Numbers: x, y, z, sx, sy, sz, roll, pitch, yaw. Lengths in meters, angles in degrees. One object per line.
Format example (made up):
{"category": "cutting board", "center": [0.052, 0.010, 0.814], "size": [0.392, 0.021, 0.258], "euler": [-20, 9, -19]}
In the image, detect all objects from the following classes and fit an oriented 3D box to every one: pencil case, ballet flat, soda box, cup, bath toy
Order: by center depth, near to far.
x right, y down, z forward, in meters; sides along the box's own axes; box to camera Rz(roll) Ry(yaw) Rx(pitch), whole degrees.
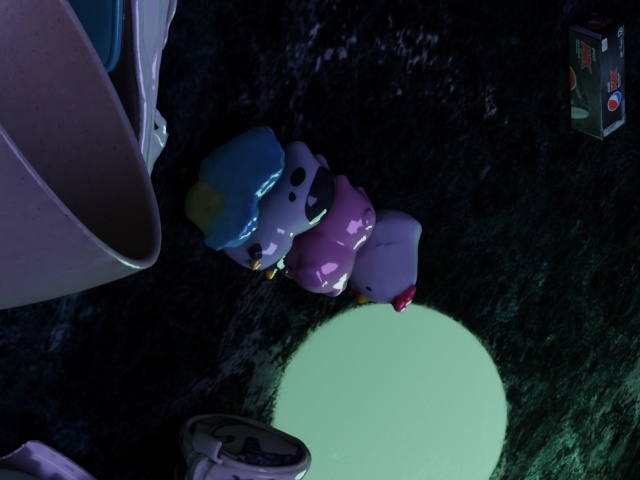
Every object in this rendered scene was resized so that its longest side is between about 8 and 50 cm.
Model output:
{"category": "cup", "center": [-0.288, -0.077, 0.796], "size": [0.236, 0.331, 0.331], "euler": [-27, 138, 6]}
{"category": "ballet flat", "center": [-0.189, -0.146, 1.119], "size": [0.139, 0.139, 0.400], "euler": [-10, 120, -41]}
{"category": "bath toy", "center": [0.000, 0.000, 1.390], "size": [0.151, 0.129, 0.348], "euler": [-33, 146, 25]}
{"category": "pencil case", "center": [-0.143, 0.401, 1.478], "size": [0.183, 0.159, 0.411], "euler": [-11, 123, -58]}
{"category": "soda box", "center": [0.383, -0.227, 1.677], "size": [0.053, 0.060, 0.169], "euler": [-35, 134, -26]}

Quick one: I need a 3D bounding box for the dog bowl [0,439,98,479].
{"category": "dog bowl", "center": [-0.273, 0.339, 1.184], "size": [0.102, 0.349, 0.348], "euler": [-45, 141, 8]}
